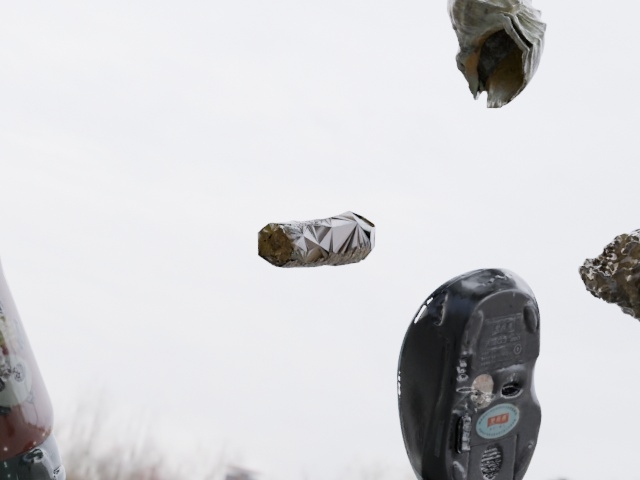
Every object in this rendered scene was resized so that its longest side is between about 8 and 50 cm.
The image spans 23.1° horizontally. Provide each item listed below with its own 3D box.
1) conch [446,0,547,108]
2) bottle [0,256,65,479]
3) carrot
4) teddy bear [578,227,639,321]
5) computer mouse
[{"bbox_3d":[0.223,-0.255,2.017,0.130,0.155,0.207,1,-53,-14],"label":"conch"},{"bbox_3d":[-0.412,0.171,1.928,0.144,0.336,0.144,-18,13,4],"label":"bottle"},{"bbox_3d":[0.000,0.001,1.922,0.069,0.069,0.228,5,5,30],"label":"carrot"},{"bbox_3d":[0.444,0.024,1.673,0.246,0.223,0.296,-7,-34,-33],"label":"teddy bear"},{"bbox_3d":[0.135,0.136,1.455,0.137,0.233,0.096,-5,13,-44],"label":"computer mouse"}]
